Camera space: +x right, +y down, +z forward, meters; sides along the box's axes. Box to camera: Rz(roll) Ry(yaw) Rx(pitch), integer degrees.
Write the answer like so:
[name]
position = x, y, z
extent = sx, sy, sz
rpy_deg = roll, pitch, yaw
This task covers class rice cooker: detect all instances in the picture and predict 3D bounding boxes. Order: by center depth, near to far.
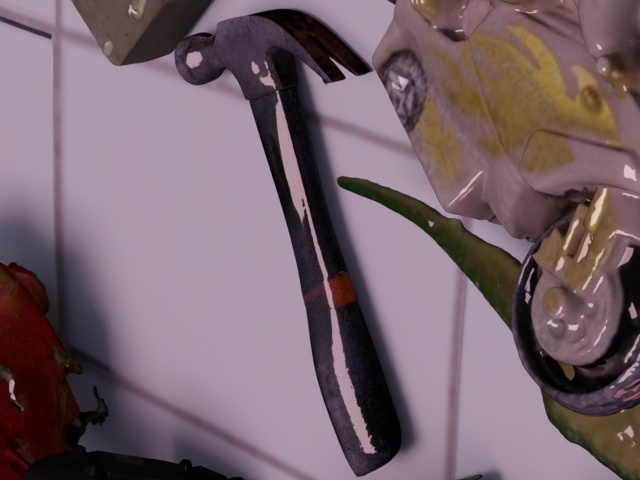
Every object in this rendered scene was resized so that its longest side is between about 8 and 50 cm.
[rice cooker]
position = -0.127, 0.198, 1.278
extent = 0.112, 0.165, 0.106
rpy_deg = -149, 67, -68

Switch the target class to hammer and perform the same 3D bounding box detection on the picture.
[hammer]
position = 0.000, 0.000, 1.157
extent = 0.137, 0.037, 0.290
rpy_deg = -13, 94, 49

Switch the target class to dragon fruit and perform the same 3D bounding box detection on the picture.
[dragon fruit]
position = -0.238, 0.112, 1.368
extent = 0.269, 0.200, 0.198
rpy_deg = 36, 135, -22

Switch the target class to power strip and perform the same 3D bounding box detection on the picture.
[power strip]
position = -0.168, -0.249, 1.226
extent = 0.288, 0.053, 0.093
rpy_deg = 58, 138, 14

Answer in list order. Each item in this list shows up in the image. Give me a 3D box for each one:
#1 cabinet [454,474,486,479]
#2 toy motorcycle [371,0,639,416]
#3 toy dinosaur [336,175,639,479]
[cabinet]
position = 0.044, 0.268, 1.128
extent = 0.145, 0.150, 0.206
rpy_deg = -24, 88, 52
[toy motorcycle]
position = 0.124, -0.103, 0.891
extent = 0.223, 0.108, 0.340
rpy_deg = -47, 49, 33
[toy dinosaur]
position = 0.184, 0.126, 1.004
extent = 0.447, 0.087, 0.301
rpy_deg = 30, 144, 42
